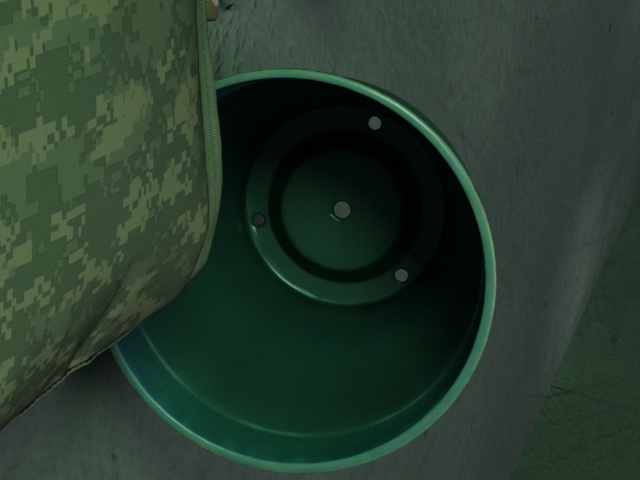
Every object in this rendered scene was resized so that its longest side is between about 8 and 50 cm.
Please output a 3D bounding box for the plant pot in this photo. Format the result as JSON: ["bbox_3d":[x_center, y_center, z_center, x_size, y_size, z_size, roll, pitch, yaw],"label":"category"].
[{"bbox_3d":[0.000,0.000,0.947,0.255,0.271,0.272,-49,148,-75],"label":"plant pot"}]

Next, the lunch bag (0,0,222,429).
[{"bbox_3d":[-0.163,-0.050,0.616,0.235,0.168,0.287,-41,135,-57],"label":"lunch bag"}]

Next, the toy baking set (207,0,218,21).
[{"bbox_3d":[-0.068,-0.197,0.722,0.256,0.030,0.197,118,-41,-62],"label":"toy baking set"}]
